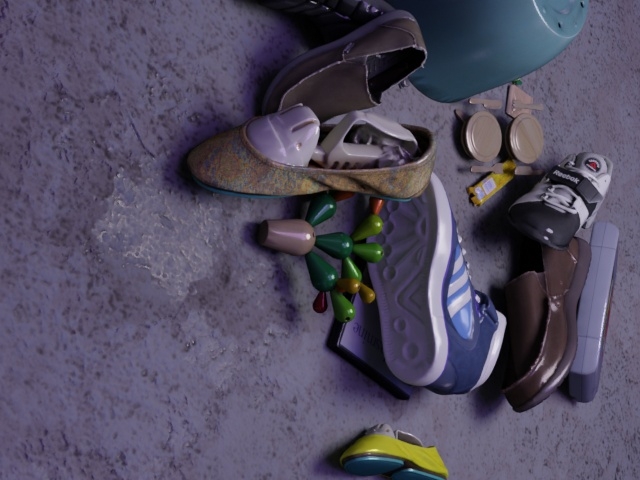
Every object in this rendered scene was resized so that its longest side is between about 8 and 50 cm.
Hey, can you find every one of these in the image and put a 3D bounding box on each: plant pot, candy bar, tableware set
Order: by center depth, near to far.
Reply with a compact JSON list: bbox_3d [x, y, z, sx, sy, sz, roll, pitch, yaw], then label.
[{"bbox_3d":[0.274,-0.383,1.622,0.293,0.235,0.293,8,78,-45],"label":"plant pot"},{"bbox_3d":[0.305,-0.175,1.758,0.194,0.039,0.128,-1,90,-38],"label":"tableware set"},{"bbox_3d":[0.300,-0.104,1.768,0.161,0.018,0.040,-37,102,-43],"label":"candy bar"}]

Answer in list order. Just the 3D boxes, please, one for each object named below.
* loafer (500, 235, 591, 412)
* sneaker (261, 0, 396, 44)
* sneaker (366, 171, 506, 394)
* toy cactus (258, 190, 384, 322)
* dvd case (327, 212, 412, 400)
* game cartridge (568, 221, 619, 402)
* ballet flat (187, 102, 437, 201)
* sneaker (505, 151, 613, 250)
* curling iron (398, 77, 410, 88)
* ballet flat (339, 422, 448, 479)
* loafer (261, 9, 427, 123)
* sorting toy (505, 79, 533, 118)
[{"bbox_3d":[0.352,0.123,1.738,0.130,0.134,0.366,30,50,-10],"label":"loafer"},{"bbox_3d":[0.026,-0.349,1.439,0.341,0.125,0.140,33,44,-47],"label":"sneaker"},{"bbox_3d":[0.183,0.067,1.528,0.236,0.130,0.323,16,68,-54],"label":"sneaker"},{"bbox_3d":[0.000,0.000,1.400,0.180,0.112,0.219,10,80,-26],"label":"toy cactus"},{"bbox_3d":[0.108,0.086,1.539,0.180,0.022,0.253,40,58,-36],"label":"dvd case"},{"bbox_3d":[0.494,0.126,1.860,0.196,0.060,0.294,57,44,-59],"label":"game cartridge"},{"bbox_3d":[0.002,-0.120,1.328,0.348,0.123,0.123,2,83,-28],"label":"ballet flat"},{"bbox_3d":[0.419,-0.084,1.761,0.330,0.122,0.146,-29,148,-59],"label":"sneaker"},{"bbox_3d":[0.091,-0.363,1.558,0.068,0.035,0.274,-17,98,-6],"label":"curling iron"},{"bbox_3d":[0.102,0.305,1.478,0.231,0.077,0.077,27,45,-44],"label":"ballet flat"},{"bbox_3d":[0.035,-0.216,1.374,0.251,0.087,0.094,-35,136,0],"label":"loafer"},{"bbox_3d":[0.358,-0.255,1.854,0.062,0.012,0.083,22,73,-38],"label":"sorting toy"}]
